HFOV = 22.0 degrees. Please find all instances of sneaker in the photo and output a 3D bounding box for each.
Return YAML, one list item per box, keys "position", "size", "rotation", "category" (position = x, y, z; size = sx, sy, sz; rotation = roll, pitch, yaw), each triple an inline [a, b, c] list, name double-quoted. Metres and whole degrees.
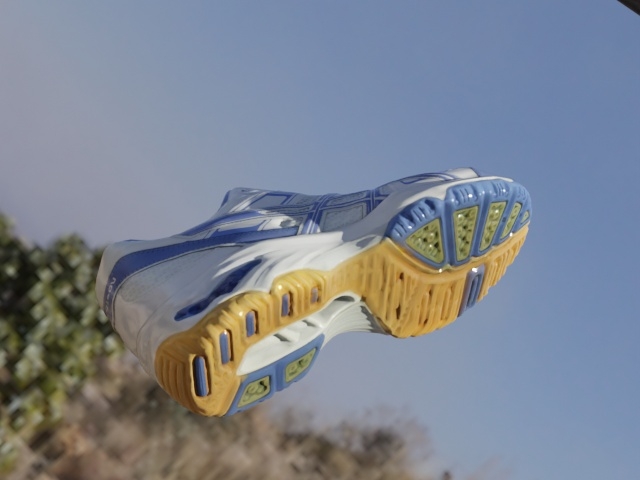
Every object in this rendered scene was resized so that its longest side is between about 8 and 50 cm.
- position: [0.000, 0.000, 1.020]
  size: [0.131, 0.296, 0.111]
  rotation: [38, -48, 38]
  category: "sneaker"

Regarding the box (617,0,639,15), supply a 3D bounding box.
- position: [0.455, -0.225, 1.277]
  size: [0.395, 0.318, 0.097]
  rotation: [42, 14, 24]
  category: "box"
